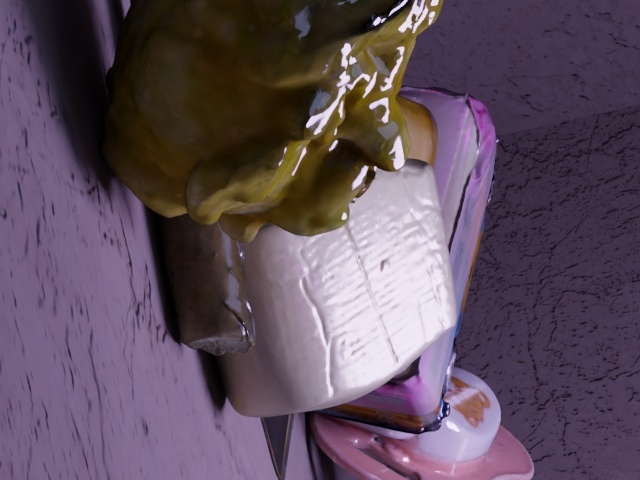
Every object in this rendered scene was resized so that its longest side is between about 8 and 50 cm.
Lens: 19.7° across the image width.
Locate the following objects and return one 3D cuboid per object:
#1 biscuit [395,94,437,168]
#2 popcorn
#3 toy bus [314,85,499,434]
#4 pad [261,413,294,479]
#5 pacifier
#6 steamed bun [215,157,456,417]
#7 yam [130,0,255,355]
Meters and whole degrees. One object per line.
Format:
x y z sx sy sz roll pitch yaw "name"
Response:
0.014 -0.044 1.774 0.291 0.062 0.236 16 80 -51 "biscuit"
-0.033 -0.133 1.302 0.215 0.286 0.252 34 -13 25 "popcorn"
0.095 0.004 2.032 0.162 0.171 0.386 84 19 -70 "toy bus"
-0.047 0.022 1.870 0.315 0.063 0.375 -87 164 -72 "pad"
0.112 0.257 2.169 0.332 0.220 0.273 -16 95 -62 "pacifier"
-0.005 0.031 1.592 0.250 0.155 0.200 -27 107 -43 "steamed bun"
-0.104 -0.065 1.442 0.071 0.067 0.317 106 -25 -74 "yam"
